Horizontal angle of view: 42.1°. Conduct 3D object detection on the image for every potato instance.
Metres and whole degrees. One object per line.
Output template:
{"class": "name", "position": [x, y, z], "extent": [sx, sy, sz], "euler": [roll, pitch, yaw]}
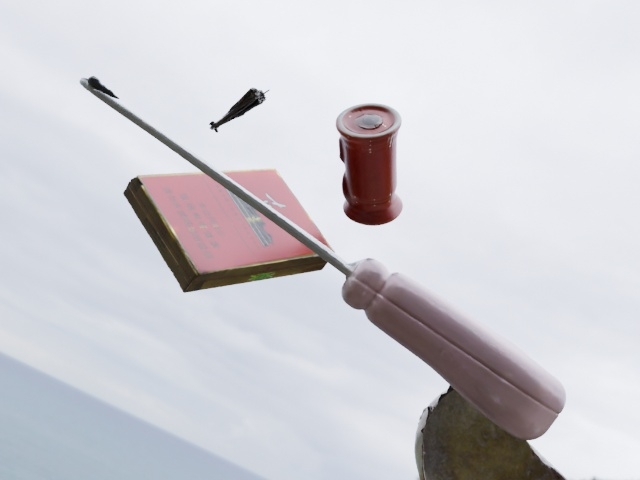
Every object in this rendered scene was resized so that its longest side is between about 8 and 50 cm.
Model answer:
{"class": "potato", "position": [0.202, 0.281, 0.950], "extent": [0.243, 0.138, 0.098], "euler": [44, -6, 11]}

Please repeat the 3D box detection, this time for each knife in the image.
{"class": "knife", "position": [0.001, 0.000, 0.495], "extent": [0.336, 0.043, 0.081], "euler": [38, 1, 5]}

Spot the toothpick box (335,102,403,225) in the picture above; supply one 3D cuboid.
{"class": "toothpick box", "position": [0.036, -0.053, 0.604], "extent": [0.047, 0.047, 0.083], "euler": [18, -45, 25]}

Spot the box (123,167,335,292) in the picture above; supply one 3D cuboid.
{"class": "box", "position": [-0.062, -0.011, 0.592], "extent": [0.133, 0.023, 0.090], "euler": [-7, 56, -46]}

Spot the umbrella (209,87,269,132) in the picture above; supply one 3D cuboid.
{"class": "umbrella", "position": [-0.086, -0.141, 0.893], "extent": [0.083, 0.031, 0.020], "euler": [-35, -76, 25]}
